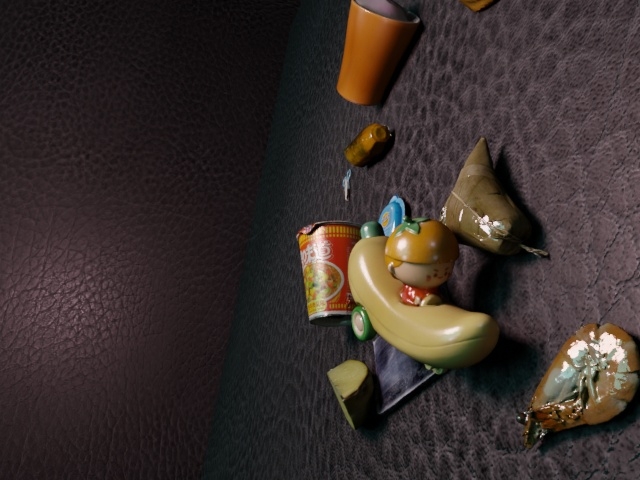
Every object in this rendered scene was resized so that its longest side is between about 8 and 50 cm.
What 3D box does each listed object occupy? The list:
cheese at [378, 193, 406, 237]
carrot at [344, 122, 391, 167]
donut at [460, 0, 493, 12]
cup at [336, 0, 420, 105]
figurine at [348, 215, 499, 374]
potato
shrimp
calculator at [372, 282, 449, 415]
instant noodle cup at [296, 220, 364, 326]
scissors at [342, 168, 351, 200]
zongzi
[{"bbox_3d":[0.151,0.018,1.047,0.106,0.037,0.256,134,145,-61],"label":"cheese"},{"bbox_3d":[0.121,-0.244,1.279,0.173,0.082,0.082,144,138,-65],"label":"carrot"},{"bbox_3d":[0.307,-0.584,0.910,0.277,0.108,0.278,-166,90,-73],"label":"donut"},{"bbox_3d":[0.149,-0.512,1.311,0.226,0.182,0.264,-44,-20,-49],"label":"cup"},{"bbox_3d":[0.145,0.068,0.745,0.324,0.124,0.222,-149,58,-64],"label":"figurine"},{"bbox_3d":[0.081,0.317,0.975,0.120,0.081,0.149,65,172,-9],"label":"potato"},{"bbox_3d":[0.270,0.165,0.533,0.091,0.043,0.184,-103,32,-49],"label":"shrimp"},{"bbox_3d":[0.163,0.196,0.888,0.262,0.021,0.161,123,155,-46],"label":"calculator"},{"bbox_3d":[0.034,0.086,1.150,0.193,0.193,0.212,137,136,-60],"label":"instant noodle cup"},{"bbox_3d":[0.078,-0.160,1.457,0.119,0.014,0.058,-88,20,-45],"label":"scissors"},{"bbox_3d":[0.259,-0.071,0.709,0.178,0.081,0.189,-70,21,1],"label":"zongzi"}]
